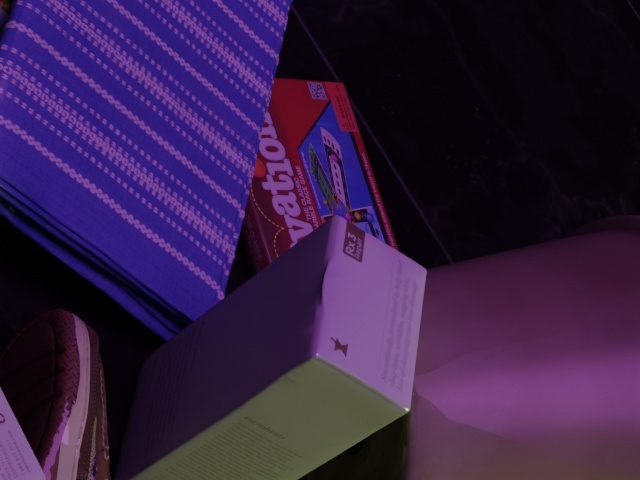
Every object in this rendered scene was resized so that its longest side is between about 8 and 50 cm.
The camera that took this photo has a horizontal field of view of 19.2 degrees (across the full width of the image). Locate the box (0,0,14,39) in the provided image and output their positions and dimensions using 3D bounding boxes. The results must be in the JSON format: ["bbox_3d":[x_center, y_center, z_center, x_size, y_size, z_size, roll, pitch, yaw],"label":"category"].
[{"bbox_3d":[-0.278,-0.139,1.292,0.201,0.057,0.293,50,41,-8],"label":"box"}]

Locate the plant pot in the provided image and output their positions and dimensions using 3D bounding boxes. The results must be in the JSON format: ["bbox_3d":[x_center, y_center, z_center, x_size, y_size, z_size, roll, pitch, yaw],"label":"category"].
[{"bbox_3d":[0.139,0.134,1.346,0.280,0.323,0.323,3,61,-26],"label":"plant pot"}]

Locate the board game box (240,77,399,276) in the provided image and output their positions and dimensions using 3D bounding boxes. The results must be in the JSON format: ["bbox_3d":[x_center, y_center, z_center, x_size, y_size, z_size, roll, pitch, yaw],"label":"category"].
[{"bbox_3d":[0.000,0.000,1.487,0.145,0.027,0.281,-1,65,-42],"label":"board game box"}]

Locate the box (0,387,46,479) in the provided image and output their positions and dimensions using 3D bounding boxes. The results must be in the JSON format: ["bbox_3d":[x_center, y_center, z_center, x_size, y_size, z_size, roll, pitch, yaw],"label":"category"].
[{"bbox_3d":[-0.267,0.144,1.064,0.170,0.130,0.091,-20,80,-48],"label":"box"}]

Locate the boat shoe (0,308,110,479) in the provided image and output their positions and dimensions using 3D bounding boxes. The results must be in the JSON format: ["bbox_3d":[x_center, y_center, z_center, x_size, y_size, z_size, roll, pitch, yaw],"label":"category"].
[{"bbox_3d":[-0.168,0.171,1.183,0.095,0.095,0.257,36,49,-40],"label":"boat shoe"}]

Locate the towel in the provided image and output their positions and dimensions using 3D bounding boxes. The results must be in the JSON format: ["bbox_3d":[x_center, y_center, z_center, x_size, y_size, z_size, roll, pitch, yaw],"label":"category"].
[{"bbox_3d":[-0.132,-0.117,1.366,0.243,0.040,0.336,40,48,-36],"label":"towel"}]

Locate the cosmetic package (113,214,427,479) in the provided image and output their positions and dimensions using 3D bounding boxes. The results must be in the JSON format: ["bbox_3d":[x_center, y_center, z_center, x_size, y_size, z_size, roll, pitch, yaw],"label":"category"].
[{"bbox_3d":[-0.035,0.094,1.237,0.085,0.231,0.117,31,47,-25],"label":"cosmetic package"}]
